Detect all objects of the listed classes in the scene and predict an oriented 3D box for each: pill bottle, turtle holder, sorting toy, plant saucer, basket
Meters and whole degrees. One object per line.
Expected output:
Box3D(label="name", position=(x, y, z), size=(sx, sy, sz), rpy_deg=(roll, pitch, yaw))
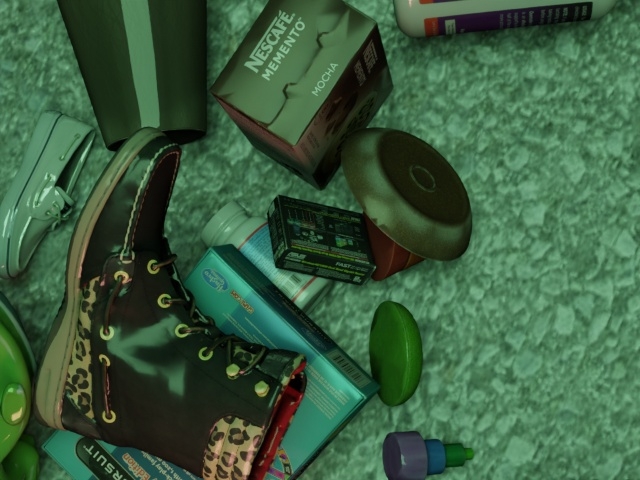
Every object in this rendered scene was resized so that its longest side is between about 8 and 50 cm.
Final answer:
Box3D(label="pill bottle", position=(-0.069, 0.027, 1.739), size=(0.160, 0.087, 0.087), rpy_deg=(42, 88, 10))
Box3D(label="turtle holder", position=(-0.430, 0.156, 1.659), size=(0.320, 0.227, 0.243), rpy_deg=(33, 105, -16))
Box3D(label="sorting toy", position=(0.133, 0.111, 1.712), size=(0.126, 0.127, 0.365), rpy_deg=(-1, 80, -19))
Box3D(label="plant saucer", position=(0.113, -0.065, 1.683), size=(0.198, 0.199, 0.036), rpy_deg=(53, 126, 10))
Box3D(label="basket", position=(-0.221, -0.234, 1.764), size=(0.204, 0.154, 0.226), rpy_deg=(-11, 85, 7))
Box3D(label="pill bottle", position=(0.245, -0.350, 1.709), size=(0.323, 0.181, 0.181), rpy_deg=(-5, 82, 5))

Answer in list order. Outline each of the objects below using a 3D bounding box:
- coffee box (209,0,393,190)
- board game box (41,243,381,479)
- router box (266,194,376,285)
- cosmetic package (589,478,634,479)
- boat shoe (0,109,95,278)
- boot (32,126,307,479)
Box3D(label="coffee box", position=(-0.014, -0.179, 1.654), size=(0.119, 0.297, 0.168), rpy_deg=(34, 87, 9))
Box3D(label="board game box", position=(-0.133, 0.211, 1.685), size=(0.254, 0.079, 0.336), rpy_deg=(44, 104, 10))
Box3D(label="router box", position=(0.000, 0.000, 1.712), size=(0.122, 0.038, 0.092), rpy_deg=(12, 43, -23))
Box3D(label="cosmetic package", position=(0.186, 0.477, 1.492), size=(0.394, 0.329, 0.327), rpy_deg=(-22, 82, -8))
Box3D(label="boat shoe", position=(-0.349, -0.055, 1.783), size=(0.076, 0.083, 0.226), rpy_deg=(15, 83, 9))
Box3D(label="boot", position=(-0.147, 0.090, 1.567), size=(0.284, 0.138, 0.377), rpy_deg=(24, 104, 15))
